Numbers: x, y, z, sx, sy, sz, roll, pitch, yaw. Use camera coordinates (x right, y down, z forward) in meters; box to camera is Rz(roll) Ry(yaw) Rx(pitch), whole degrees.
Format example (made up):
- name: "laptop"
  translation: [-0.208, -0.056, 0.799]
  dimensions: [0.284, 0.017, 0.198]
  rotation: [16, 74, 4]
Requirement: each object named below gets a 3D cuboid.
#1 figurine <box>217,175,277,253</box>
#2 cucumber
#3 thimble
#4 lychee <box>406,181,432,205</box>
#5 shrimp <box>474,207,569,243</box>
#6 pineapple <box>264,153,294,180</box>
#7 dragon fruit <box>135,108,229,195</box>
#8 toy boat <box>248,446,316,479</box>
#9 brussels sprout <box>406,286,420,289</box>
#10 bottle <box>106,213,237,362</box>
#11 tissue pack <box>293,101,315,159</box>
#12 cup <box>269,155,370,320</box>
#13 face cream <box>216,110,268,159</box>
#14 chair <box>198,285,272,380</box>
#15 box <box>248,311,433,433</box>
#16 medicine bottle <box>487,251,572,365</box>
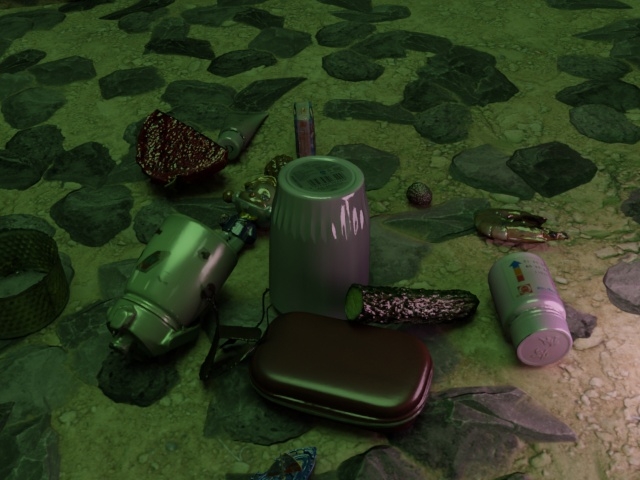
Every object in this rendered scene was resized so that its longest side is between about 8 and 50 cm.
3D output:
- name: "figurine"
  translation: [-0.191, -0.055, 2.111]
  dimensions: [0.194, 0.133, 0.274]
  rotation: [4, 51, 13]
- name: "cucumber"
  translation: [0.230, 0.155, 1.797]
  dimensions: [0.359, 0.096, 0.096]
  rotation: [6, 35, -27]
- name: "thimble"
  translation: [-0.782, 0.105, 1.936]
  dimensions: [0.271, 0.150, 0.270]
  rotation: [-1, 41, 1]
- name: "lychee"
  translation: [0.285, -0.134, 2.210]
  dimensions: [0.083, 0.068, 0.067]
  rotation: [32, 93, 30]
- name: "shrimp"
  translation: [0.549, -0.039, 2.089]
  dimensions: [0.254, 0.059, 0.145]
  rotation: [5, 32, 17]
- name: "pineapple"
  translation: [-0.063, -0.157, 2.227]
  dimensions: [0.119, 0.111, 0.237]
  rotation: [-36, 54, -12]
- name: "dragon fruit"
  translation: [-0.432, -0.232, 2.325]
  dimensions: [0.317, 0.152, 0.205]
  rotation: [33, 72, 24]
- name: "toy boat"
  translation: [-0.070, 0.458, 1.513]
  dimensions: [0.175, 0.110, 0.091]
  rotation: [-33, 49, -32]
- name: "brussels sprout"
  translation: [0.230, 0.160, 1.881]
  dimensions: [0.085, 0.058, 0.085]
  rotation: [25, 34, -18]
- name: "bottle"
  translation: [-0.366, 0.135, 1.822]
  dimensions: [0.229, 0.229, 0.351]
  rotation: [19, 66, 24]
- name: "tissue pack"
  translation: [-0.049, -0.341, 2.399]
  dimensions: [0.065, 0.155, 0.115]
  rotation: [-4, 40, -2]
- name: "cup"
  translation: [0.000, 0.000, 1.855]
  dimensions: [0.253, 0.371, 0.253]
  rotation: [1, 34, -1]
- name: "face cream"
  translation: [-0.269, -0.366, 2.503]
  dimensions: [0.143, 0.089, 0.314]
  rotation: [2, 33, 8]
- name: "chair"
  translation: [-0.202, 0.216, 1.739]
  dimensions: [0.149, 0.213, 0.174]
  rotation: [9, 11, -11]
- name: "box"
  translation: [0.045, 0.288, 1.701]
  dimensions: [0.404, 0.108, 0.263]
  rotation: [11, 42, 16]
- name: "medicine bottle"
  translation: [0.490, 0.158, 1.791]
  dimensions: [0.152, 0.152, 0.254]
  rotation: [-5, 42, -2]
